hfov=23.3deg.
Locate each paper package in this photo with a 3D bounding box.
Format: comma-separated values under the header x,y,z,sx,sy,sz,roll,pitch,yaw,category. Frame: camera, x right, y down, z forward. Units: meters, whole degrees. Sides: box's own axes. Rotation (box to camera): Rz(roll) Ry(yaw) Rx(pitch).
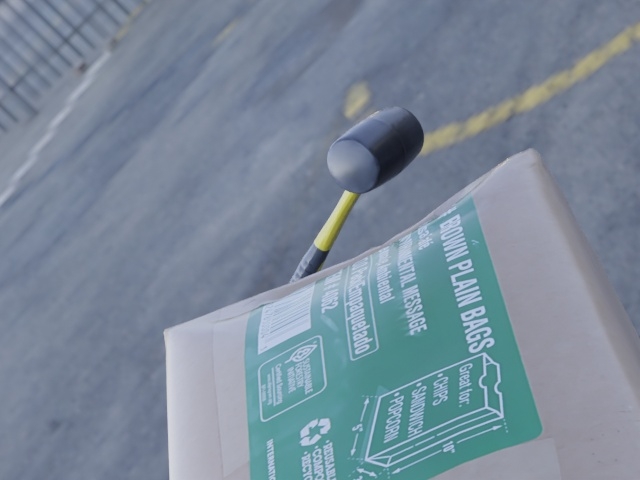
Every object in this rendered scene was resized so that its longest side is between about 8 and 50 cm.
x,y,z,sx,sy,sz,roll,pitch,yaw,category
0.088,0.182,0.514,0.168,0.309,0.325,-25,29,9,paper package

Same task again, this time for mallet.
x,y,z,sx,sy,sz,roll,pitch,yaw,category
0.000,0.000,0.955,0.062,0.039,0.189,-32,-22,-57,mallet
